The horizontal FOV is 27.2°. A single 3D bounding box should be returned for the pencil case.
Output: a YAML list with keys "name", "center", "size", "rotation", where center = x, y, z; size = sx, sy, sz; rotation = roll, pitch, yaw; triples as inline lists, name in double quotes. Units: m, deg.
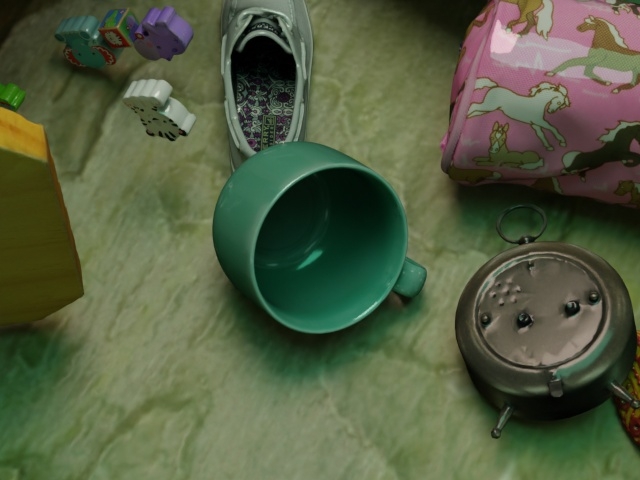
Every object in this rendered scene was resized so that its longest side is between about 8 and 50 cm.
- name: "pencil case"
  center: [0.290, -0.081, 1.013]
  size: [0.386, 0.167, 0.160]
  rotation: [13, 85, 2]

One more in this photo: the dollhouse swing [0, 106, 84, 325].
- name: "dollhouse swing"
  center: [-0.358, -0.081, 0.862]
  size: [0.305, 0.347, 0.315]
  rotation: [-22, 69, -12]

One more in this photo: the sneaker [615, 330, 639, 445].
- name: "sneaker"
  center: [0.276, 0.141, 0.972]
  size: [0.067, 0.064, 0.175]
  rotation: [-12, 60, -40]

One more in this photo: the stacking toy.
- name: "stacking toy"
  center: [-0.156, -0.159, 1.052]
  size: [0.221, 0.052, 0.167]
  rotation: [4, 55, 35]

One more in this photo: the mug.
- name: "mug"
  center: [-0.009, 0.002, 0.984]
  size: [0.129, 0.157, 0.097]
  rotation: [-37, 33, -13]

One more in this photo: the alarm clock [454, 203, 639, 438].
- name: "alarm clock"
  center: [0.163, 0.047, 0.984]
  size: [0.129, 0.064, 0.192]
  rotation: [-14, 52, 10]

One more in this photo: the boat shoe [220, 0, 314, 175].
- name: "boat shoe"
  center: [-0.041, -0.145, 1.070]
  size: [0.079, 0.081, 0.227]
  rotation: [-1, 64, -4]
